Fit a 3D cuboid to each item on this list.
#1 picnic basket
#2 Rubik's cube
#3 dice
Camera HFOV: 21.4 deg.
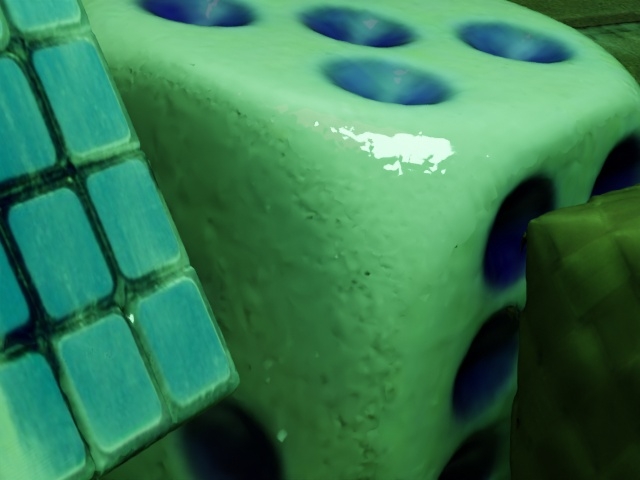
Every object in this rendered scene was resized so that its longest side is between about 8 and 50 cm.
[{"bbox_3d":[0.265,0.110,0.811,0.321,0.291,0.254,11,19,36],"label":"picnic basket"},{"bbox_3d":[-0.234,0.022,0.748,0.253,0.259,0.256,-20,5,30],"label":"Rubik's cube"},{"bbox_3d":[0.000,0.000,0.986,0.304,0.277,0.304,23,24,30],"label":"dice"}]
